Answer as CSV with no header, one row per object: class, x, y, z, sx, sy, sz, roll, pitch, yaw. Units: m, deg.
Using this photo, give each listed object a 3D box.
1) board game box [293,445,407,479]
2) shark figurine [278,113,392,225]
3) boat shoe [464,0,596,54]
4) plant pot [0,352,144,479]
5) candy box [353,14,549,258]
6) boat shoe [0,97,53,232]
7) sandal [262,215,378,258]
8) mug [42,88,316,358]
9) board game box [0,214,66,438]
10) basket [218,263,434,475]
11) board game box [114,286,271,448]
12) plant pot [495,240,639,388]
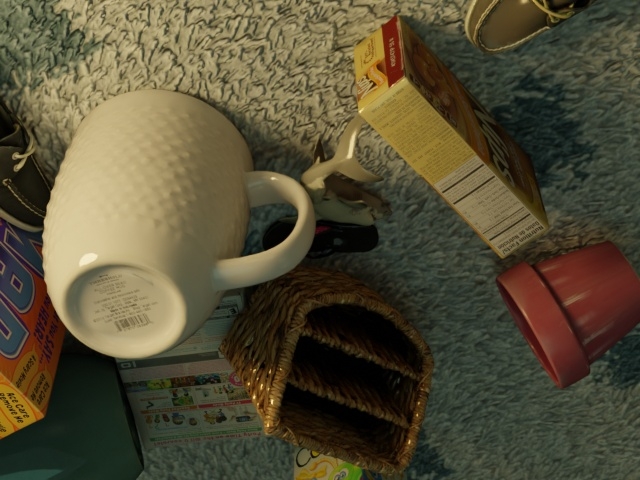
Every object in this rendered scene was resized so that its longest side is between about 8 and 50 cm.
board game box,0.052,0.414,2.002,0.142,0.275,0.144,-31,121,20
shark figurine,0.011,-0.100,1.711,0.166,0.116,0.278,-3,163,6
boat shoe,0.313,-0.342,1.562,0.305,0.091,0.109,-38,118,24
plant pot,-0.416,0.310,1.927,0.235,0.293,0.293,-16,126,-7
candy box,0.178,-0.141,1.652,0.087,0.183,0.316,-36,119,24
boat shoe,-0.457,-0.138,1.688,0.091,0.114,0.302,-24,124,23
sandal,0.000,0.000,1.841,0.179,0.040,0.067,-1,127,0
mug,-0.192,-0.012,1.639,0.374,0.328,0.276,-4,126,6
board game box,-0.606,0.086,1.699,0.356,0.356,0.356,-27,122,17
basket,0.039,0.187,1.820,0.299,0.223,0.213,27,105,-36
board game box,-0.205,0.190,1.946,0.224,0.097,0.303,-6,125,5
plant pot,0.394,0.099,1.840,0.180,0.201,0.201,-29,123,1
